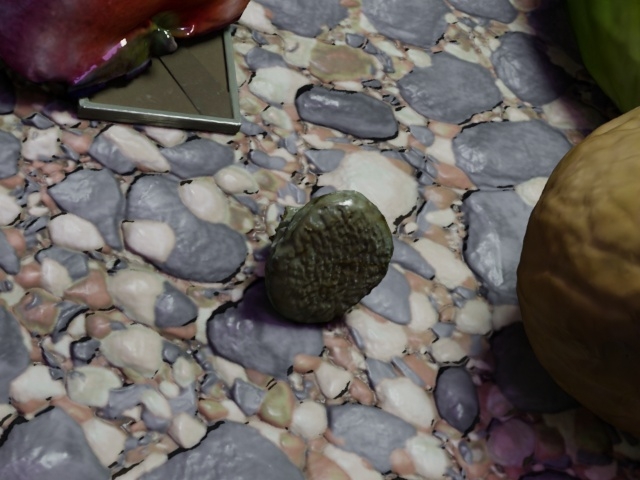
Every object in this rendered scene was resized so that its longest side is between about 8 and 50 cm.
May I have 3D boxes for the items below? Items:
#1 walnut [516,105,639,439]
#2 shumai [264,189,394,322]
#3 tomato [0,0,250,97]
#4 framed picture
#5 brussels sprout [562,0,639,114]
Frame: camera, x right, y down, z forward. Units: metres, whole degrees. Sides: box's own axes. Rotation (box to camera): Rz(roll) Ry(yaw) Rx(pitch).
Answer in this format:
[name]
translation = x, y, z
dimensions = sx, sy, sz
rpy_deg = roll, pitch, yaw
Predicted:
[walnut]
translation = 0.332, 0.025, 1.546
dimensions = 0.333, 0.333, 0.333
rpy_deg = 10, 50, -13
[shumai]
translation = 0.001, 0.001, 1.580
dimensions = 0.099, 0.124, 0.087
rpy_deg = 31, 21, -30
[tomato]
translation = -0.205, -0.307, 1.679
dimensions = 0.335, 0.176, 0.289
rpy_deg = -28, 63, -35
[framed picture]
translation = -0.153, -0.185, 1.725
dimensions = 0.150, 0.015, 0.203
rpy_deg = 5, 51, -17
[brussels sprout]
translation = 0.387, -0.258, 1.801
dimensions = 0.276, 0.315, 0.371
rpy_deg = 7, 87, -35
